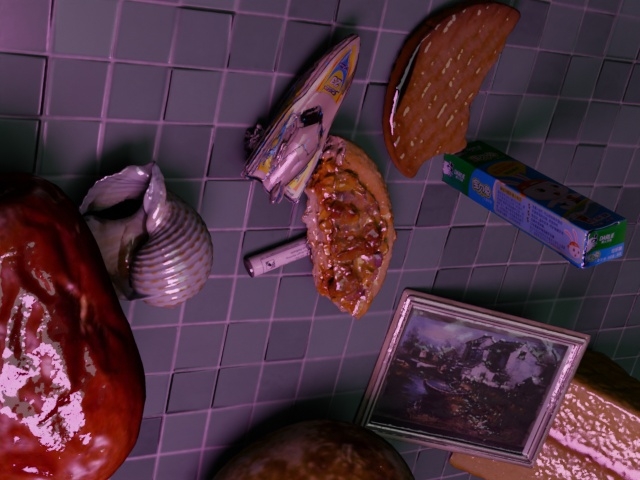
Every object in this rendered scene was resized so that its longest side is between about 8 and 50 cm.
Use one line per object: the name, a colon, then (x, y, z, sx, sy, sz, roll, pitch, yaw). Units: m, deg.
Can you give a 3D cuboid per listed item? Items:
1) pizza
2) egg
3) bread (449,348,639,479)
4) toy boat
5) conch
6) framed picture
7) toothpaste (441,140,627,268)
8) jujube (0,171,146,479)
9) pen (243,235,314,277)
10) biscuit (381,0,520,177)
pizza: (0.040, -0.009, 1.133, 0.127, 0.058, 0.246, -10, 116, -29)
egg: (-0.013, 0.351, 1.210, 0.289, 0.238, 0.238, -6, 118, -19)
bread: (0.424, 0.339, 1.402, 0.245, 0.362, 0.233, 9, 110, -37)
toy boat: (-0.016, -0.140, 1.054, 0.084, 0.066, 0.210, 27, 98, -40)
conch: (-0.186, 0.002, 1.000, 0.135, 0.102, 0.153, -19, 90, -14)
framed picture: (0.217, 0.206, 1.348, 0.296, 0.019, 0.232, 14, 107, -14)
toothpaste: (0.248, -0.049, 1.139, 0.065, 0.267, 0.050, -17, 122, -24)
jujube: (-0.283, 0.099, 0.911, 0.223, 0.223, 0.318, -17, 115, -25)
pen: (0.000, 0.000, 1.166, 0.204, 0.025, 0.025, -21, 124, -22)
biscuit: (0.160, -0.195, 1.159, 0.228, 0.031, 0.176, -39, 130, -11)
